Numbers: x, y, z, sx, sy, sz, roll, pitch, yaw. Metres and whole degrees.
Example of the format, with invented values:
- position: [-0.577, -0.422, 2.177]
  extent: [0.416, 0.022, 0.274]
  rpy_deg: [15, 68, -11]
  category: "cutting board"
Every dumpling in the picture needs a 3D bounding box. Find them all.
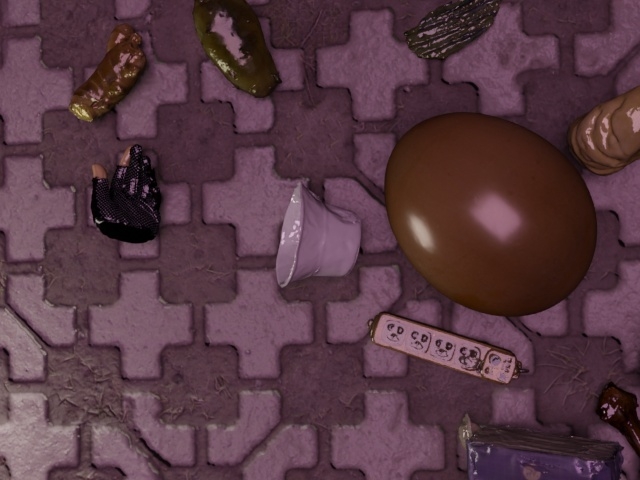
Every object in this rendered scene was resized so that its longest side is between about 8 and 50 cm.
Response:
- position: [0.272, 0.354, 1.364]
  extent: [0.043, 0.059, 0.077]
  rpy_deg: [10, 94, -3]
  category: "dumpling"

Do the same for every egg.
- position: [0.272, -0.046, 1.246]
  extent: [0.374, 0.301, 0.301]
  rpy_deg: [39, 94, 5]
  category: "egg"

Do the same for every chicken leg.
- position: [0.580, 0.386, 1.318]
  extent: [0.113, 0.093, 0.304]
  rpy_deg: [-24, 76, -19]
  category: "chicken leg"

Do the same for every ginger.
- position: [-0.390, -0.311, 1.443]
  extent: [0.115, 0.081, 0.206]
  rpy_deg: [28, 92, 13]
  category: "ginger"

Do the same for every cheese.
- position: [0.527, -0.197, 1.263]
  extent: [0.226, 0.214, 0.117]
  rpy_deg: [-29, 82, 13]
  category: "cheese"

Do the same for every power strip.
- position: [0.230, 0.197, 1.379]
  extent: [0.305, 0.044, 0.064]
  rpy_deg: [17, 91, 7]
  category: "power strip"

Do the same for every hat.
- position: [0.000, 0.000, 1.359]
  extent: [0.126, 0.203, 0.203]
  rpy_deg: [13, 91, -11]
  category: "hat"

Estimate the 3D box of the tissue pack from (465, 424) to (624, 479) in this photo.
- position: [0.378, 0.502, 1.276]
  extent: [0.242, 0.125, 0.344]
  rpy_deg: [0, 96, 32]
  category: "tissue pack"

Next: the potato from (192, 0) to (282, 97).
- position: [-0.156, -0.367, 1.411]
  extent: [0.117, 0.090, 0.226]
  rpy_deg: [-31, 93, 0]
  category: "potato"

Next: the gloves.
- position: [-0.364, -0.094, 1.443]
  extent: [0.129, 0.106, 0.181]
  rpy_deg: [-1, 61, 6]
  category: "gloves"

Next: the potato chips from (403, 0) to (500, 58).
- position: [0.258, -0.399, 1.390]
  extent: [0.207, 0.028, 0.092]
  rpy_deg: [-27, 87, 8]
  category: "potato chips"

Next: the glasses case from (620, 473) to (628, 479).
- position: [0.532, 0.556, 1.320]
  extent: [0.125, 0.076, 0.328]
  rpy_deg: [-24, 86, 7]
  category: "glasses case"
